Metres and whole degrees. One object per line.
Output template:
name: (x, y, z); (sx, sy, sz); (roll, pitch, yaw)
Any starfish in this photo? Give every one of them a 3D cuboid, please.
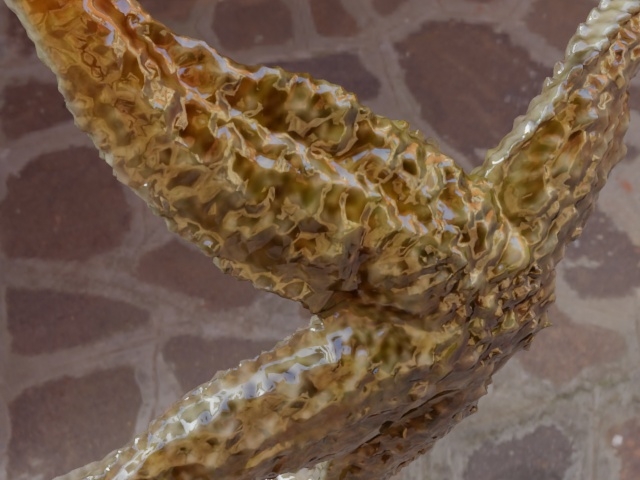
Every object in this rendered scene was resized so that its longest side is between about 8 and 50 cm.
starfish: (0.005, 0.009, 0.463); (0.383, 0.398, 0.132); (4, 38, -39)
